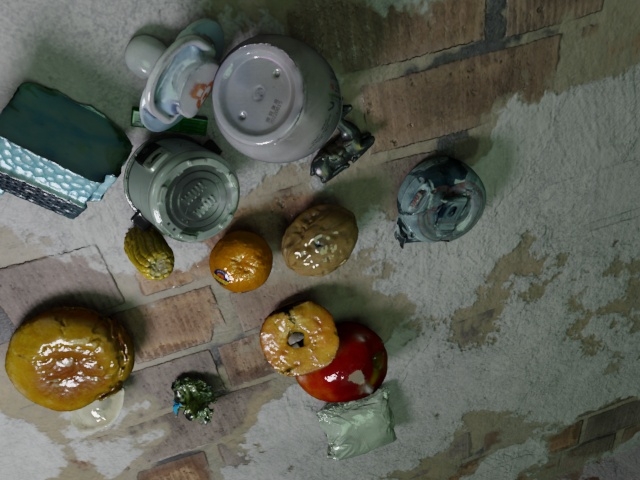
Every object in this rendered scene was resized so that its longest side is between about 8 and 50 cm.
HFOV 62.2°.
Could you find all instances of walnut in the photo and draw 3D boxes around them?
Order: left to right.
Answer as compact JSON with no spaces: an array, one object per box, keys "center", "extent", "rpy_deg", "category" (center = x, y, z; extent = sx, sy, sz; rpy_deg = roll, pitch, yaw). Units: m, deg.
[{"center":[0.000,0.000,1.511],"extent":[0.245,0.198,0.198],"rpy_deg":[-40,126,0],"category":"walnut"}]

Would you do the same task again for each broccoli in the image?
[{"center":[-0.422,0.534,1.748],"extent":[0.155,0.160,0.167],"rpy_deg":[3,104,0],"category":"broccoli"}]

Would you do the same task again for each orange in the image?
[{"center":[-0.222,0.060,1.491],"extent":[0.178,0.155,0.177],"rpy_deg":[0,92,5],"category":"orange"}]

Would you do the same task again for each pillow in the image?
[{"center":[0.144,0.717,2.078],"extent":[0.310,0.138,0.283],"rpy_deg":[-14,117,-12],"category":"pillow"}]

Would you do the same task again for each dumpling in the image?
[{"center":[-0.692,0.524,1.654],"extent":[0.111,0.155,0.181],"rpy_deg":[9,112,-51],"category":"dumpling"}]

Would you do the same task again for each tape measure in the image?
[{"center":[0.362,-0.107,1.589],"extent":[0.257,0.147,0.274],"rpy_deg":[-6,125,-16],"category":"tape measure"}]

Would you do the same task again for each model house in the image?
[{"center":[-0.609,-0.170,1.205],"extent":[0.261,0.225,0.241],"rpy_deg":[29,125,-28],"category":"model house"}]

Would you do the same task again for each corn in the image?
[{"center":[-0.422,0.031,1.318],"extent":[0.106,0.305,0.106],"rpy_deg":[-7,106,-26],"category":"corn"}]

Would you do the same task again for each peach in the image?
[{"center":[0.061,0.428,1.842],"extent":[0.339,0.281,0.281],"rpy_deg":[-13,135,35],"category":"peach"}]

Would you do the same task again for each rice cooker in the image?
[{"center":[-0.338,-0.129,1.290],"extent":[0.280,0.227,0.241],"rpy_deg":[-50,131,-9],"category":"rice cooker"}]

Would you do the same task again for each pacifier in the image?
[{"center":[-0.339,-0.385,1.165],"extent":[0.207,0.227,0.278],"rpy_deg":[36,95,11],"category":"pacifier"}]

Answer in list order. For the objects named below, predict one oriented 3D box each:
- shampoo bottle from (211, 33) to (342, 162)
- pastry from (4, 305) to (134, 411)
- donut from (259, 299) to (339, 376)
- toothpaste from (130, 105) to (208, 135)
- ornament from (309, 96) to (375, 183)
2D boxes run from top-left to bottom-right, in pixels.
[{"center":[-0.088,-0.310,1.188],"extent":[0.273,0.266,0.272],"rpy_deg":[3,100,19],"category":"shampoo bottle"},{"center":[-0.712,0.340,1.518],"extent":[0.356,0.163,0.355],"rpy_deg":[-8,127,-11],"category":"pastry"},{"center":[-0.064,0.309,1.683],"extent":[0.254,0.118,0.253],"rpy_deg":[-1,87,12],"category":"donut"},{"center":[-0.366,-0.289,1.289],"extent":[0.179,0.037,0.043],"rpy_deg":[3,118,-21],"category":"toothpaste"},{"center":[0.007,-0.289,1.391],"extent":[0.202,0.080,0.236],"rpy_deg":[-38,129,5],"category":"ornament"}]
